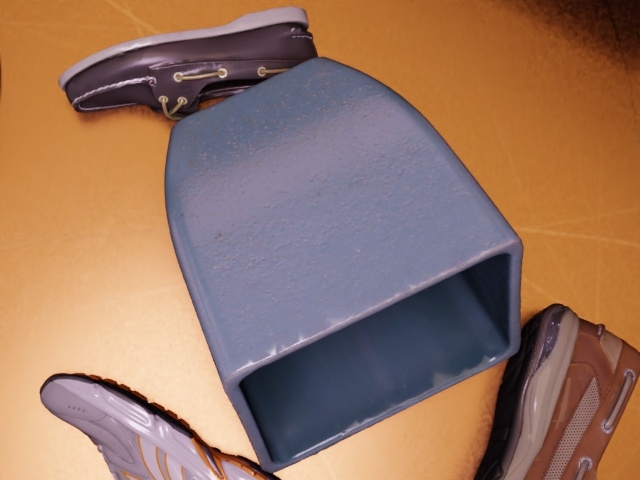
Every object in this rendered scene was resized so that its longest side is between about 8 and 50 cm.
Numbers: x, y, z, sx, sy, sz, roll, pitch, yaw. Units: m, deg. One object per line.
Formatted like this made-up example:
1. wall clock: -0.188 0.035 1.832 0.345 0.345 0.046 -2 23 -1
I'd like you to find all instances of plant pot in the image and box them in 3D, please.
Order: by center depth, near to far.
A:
1. plant pot: 0.000 0.000 1.331 0.247 0.248 0.252 -25 66 -5

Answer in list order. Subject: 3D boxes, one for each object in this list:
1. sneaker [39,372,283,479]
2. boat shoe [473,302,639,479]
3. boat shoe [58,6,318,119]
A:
1. sneaker: -0.139 0.212 1.371 0.262 0.099 0.121 32 88 1
2. boat shoe: 0.192 0.219 1.377 0.120 0.122 0.324 20 84 -4
3. boat shoe: -0.113 -0.145 1.413 0.228 0.081 0.068 -15 81 -7
